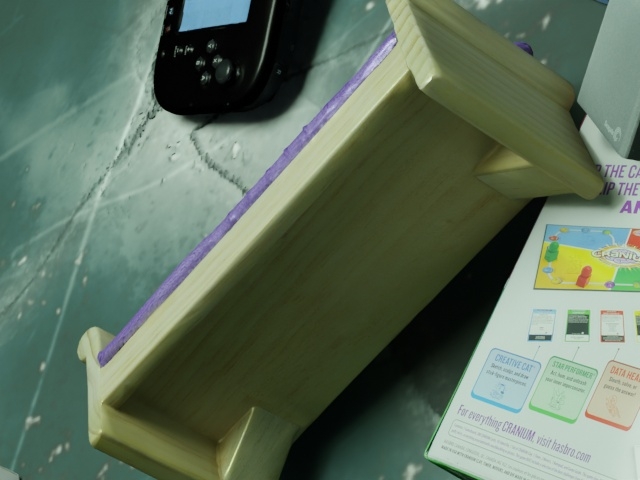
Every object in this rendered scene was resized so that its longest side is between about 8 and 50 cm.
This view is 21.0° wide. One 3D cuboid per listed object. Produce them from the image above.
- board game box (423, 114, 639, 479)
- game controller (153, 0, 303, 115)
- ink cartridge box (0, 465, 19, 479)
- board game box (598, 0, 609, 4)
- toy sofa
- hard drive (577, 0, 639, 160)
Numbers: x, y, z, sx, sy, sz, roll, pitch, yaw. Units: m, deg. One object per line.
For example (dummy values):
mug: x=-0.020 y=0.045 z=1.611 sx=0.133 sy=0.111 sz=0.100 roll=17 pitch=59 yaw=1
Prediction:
board game box: x=0.226 y=0.031 z=1.022 sx=0.242 sy=0.064 sz=0.316 roll=17 pitch=78 yaw=48
game controller: x=-0.065 y=-0.259 z=1.451 sx=0.166 sy=0.067 sz=0.319 roll=4 pitch=80 yaw=43
ink cartridge box: x=-0.300 y=0.254 z=1.393 sx=0.135 sy=0.056 sz=0.099 roll=-39 pitch=44 yaw=19
board game box: x=0.211 y=-0.285 z=1.259 sx=0.211 sy=0.039 sz=0.160 roll=-55 pitch=41 yaw=-1
toy sofa: x=0.000 y=0.000 z=1.142 sx=0.362 sy=0.150 sz=0.177 roll=-47 pitch=31 yaw=24
hard drive: x=0.194 y=-0.126 z=1.025 sx=0.094 sy=0.022 sz=0.135 roll=-110 pitch=31 yaw=-62
